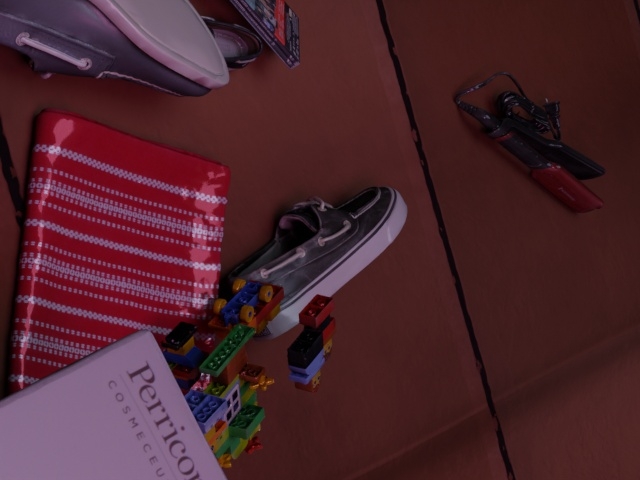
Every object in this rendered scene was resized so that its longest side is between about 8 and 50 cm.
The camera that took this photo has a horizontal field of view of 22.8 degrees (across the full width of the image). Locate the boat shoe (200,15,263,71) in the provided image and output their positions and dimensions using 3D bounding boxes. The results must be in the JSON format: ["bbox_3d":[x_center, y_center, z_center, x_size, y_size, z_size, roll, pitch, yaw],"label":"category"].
[{"bbox_3d":[-0.102,-0.168,1.344,0.125,0.038,0.046,9,72,-46],"label":"boat shoe"}]

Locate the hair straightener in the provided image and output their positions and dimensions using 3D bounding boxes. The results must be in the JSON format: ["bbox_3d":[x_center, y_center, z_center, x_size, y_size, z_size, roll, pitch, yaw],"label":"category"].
[{"bbox_3d":[0.226,-0.114,1.692,0.230,0.047,0.089,29,59,-34],"label":"hair straightener"}]

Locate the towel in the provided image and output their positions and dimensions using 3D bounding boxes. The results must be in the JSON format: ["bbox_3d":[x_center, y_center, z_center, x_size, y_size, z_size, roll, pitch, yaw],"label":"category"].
[{"bbox_3d":[-0.151,0.047,1.237,0.198,0.031,0.275,19,66,-42],"label":"towel"}]

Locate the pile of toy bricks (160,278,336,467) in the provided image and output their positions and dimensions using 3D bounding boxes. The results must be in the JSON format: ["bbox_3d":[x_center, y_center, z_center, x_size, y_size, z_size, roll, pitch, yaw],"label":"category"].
[{"bbox_3d":[-0.066,0.124,1.219,0.212,0.118,0.105,-46,141,-48],"label":"pile of toy bricks"}]

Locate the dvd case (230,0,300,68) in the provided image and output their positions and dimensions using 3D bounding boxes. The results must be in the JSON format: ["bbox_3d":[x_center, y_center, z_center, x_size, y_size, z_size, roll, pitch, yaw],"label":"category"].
[{"bbox_3d":[-0.058,-0.215,1.398,0.119,0.013,0.087,48,22,-29],"label":"dvd case"}]

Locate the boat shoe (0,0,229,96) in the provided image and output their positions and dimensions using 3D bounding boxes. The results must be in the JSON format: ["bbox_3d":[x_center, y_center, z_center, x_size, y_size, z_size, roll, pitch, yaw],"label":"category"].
[{"bbox_3d":[-0.203,-0.180,1.208,0.319,0.099,0.116,26,35,-45],"label":"boat shoe"}]

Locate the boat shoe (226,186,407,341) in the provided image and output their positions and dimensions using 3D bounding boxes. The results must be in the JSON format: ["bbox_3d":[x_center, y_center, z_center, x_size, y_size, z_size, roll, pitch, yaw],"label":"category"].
[{"bbox_3d":[0.000,0.000,1.380,0.219,0.077,0.070,-44,112,-43],"label":"boat shoe"}]

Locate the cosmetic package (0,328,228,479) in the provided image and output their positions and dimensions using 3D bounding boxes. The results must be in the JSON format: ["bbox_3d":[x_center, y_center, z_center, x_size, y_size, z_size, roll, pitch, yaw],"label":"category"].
[{"bbox_3d":[-0.250,0.251,0.925,0.453,0.161,0.230,-28,90,-44],"label":"cosmetic package"}]
